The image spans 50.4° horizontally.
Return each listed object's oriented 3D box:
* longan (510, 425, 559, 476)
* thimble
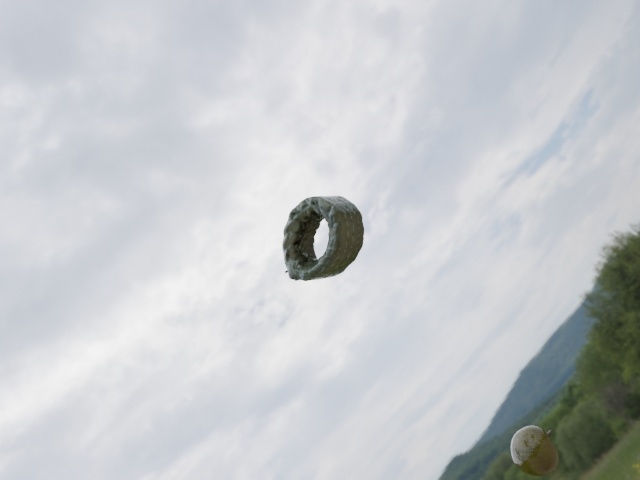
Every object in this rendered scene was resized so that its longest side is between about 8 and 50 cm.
[{"bbox_3d":[0.329,0.317,1.032,0.083,0.075,0.075,-31,-30,-27],"label":"longan"},{"bbox_3d":[0.000,0.000,0.809,0.062,0.084,0.109,-4,-50,-55],"label":"thimble"}]
